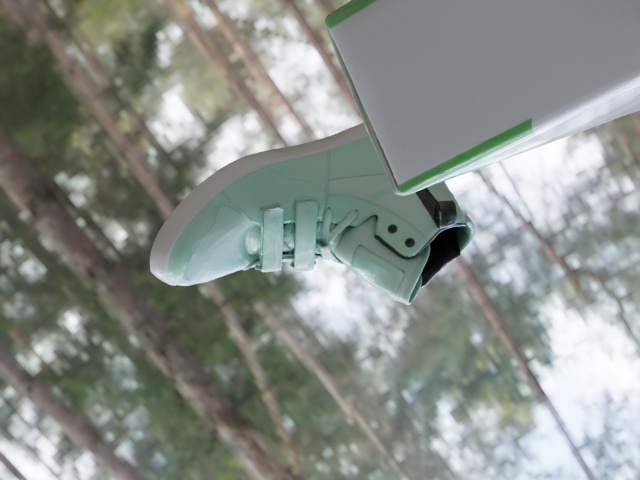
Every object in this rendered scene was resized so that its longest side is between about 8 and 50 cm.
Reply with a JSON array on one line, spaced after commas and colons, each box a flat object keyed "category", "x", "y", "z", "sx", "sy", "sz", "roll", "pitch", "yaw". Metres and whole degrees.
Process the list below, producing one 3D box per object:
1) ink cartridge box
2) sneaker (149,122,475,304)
[{"category": "ink cartridge box", "x": 0.179, "y": -0.143, "z": 1.136, "sx": 0.211, "sy": 0.121, "sz": 0.289, "roll": -27, "pitch": 176, "yaw": 42}, {"category": "sneaker", "x": 0.000, "y": 0.000, "z": 1.517, "sx": 0.256, "sy": 0.094, "sz": 0.151, "roll": -24, "pitch": -126, "yaw": -20}]
